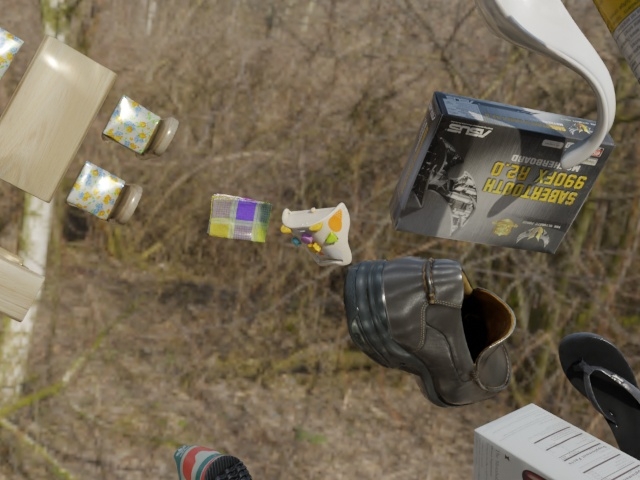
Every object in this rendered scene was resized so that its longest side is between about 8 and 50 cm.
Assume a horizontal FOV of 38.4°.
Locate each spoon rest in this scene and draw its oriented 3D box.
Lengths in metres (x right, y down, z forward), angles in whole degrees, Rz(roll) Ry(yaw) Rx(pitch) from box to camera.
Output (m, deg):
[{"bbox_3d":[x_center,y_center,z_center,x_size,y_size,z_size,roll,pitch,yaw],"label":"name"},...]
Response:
[{"bbox_3d":[0.251,-0.216,1.012,0.084,0.276,0.137,-18,20,39],"label":"spoon rest"}]

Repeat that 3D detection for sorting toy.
[{"bbox_3d":[0.000,0.000,1.059,0.083,0.075,0.045,-5,40,37],"label":"sorting toy"}]

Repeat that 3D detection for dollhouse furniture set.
[{"bbox_3d":[-0.267,-0.066,0.825,0.212,0.242,0.161,29,-9,-22],"label":"dollhouse furniture set"}]

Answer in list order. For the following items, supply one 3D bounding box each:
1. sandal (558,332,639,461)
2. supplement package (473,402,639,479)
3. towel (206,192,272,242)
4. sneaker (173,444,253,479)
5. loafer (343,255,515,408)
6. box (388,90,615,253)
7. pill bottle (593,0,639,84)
[{"bbox_3d":[0.484,0.258,1.502,0.097,0.254,0.054,-36,-3,17],"label":"sandal"},{"bbox_3d":[0.363,0.372,1.392,0.134,0.139,0.244,-16,23,-31],"label":"supplement package"},{"bbox_3d":[-0.110,-0.029,1.237,0.083,0.060,0.009,9,15,-14],"label":"towel"},{"bbox_3d":[-0.092,0.255,0.867,0.075,0.161,0.057,14,43,43],"label":"sneaker"},{"bbox_3d":[0.077,0.053,0.499,0.061,0.062,0.170,-14,-24,26],"label":"loafer"},{"bbox_3d":[0.222,-0.080,1.156,0.231,0.183,0.056,9,39,-14],"label":"box"},{"bbox_3d":[0.312,-0.183,0.750,0.136,0.245,0.136,-25,-9,-4],"label":"pill bottle"}]
